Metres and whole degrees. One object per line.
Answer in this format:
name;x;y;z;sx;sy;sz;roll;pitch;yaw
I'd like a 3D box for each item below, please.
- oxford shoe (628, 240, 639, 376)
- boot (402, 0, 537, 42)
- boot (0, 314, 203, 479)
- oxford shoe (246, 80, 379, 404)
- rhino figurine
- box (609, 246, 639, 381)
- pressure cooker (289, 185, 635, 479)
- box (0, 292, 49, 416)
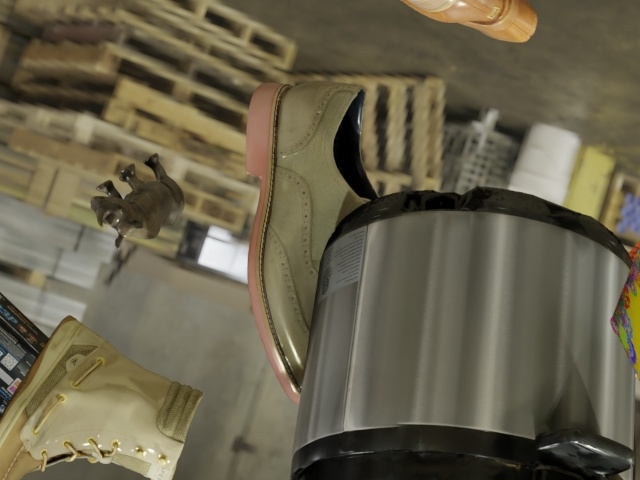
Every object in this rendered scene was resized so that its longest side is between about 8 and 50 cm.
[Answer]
oxford shoe;0.491;0.045;1.865;0.130;0.363;0.133;33;-176;40
boot;0.098;-0.317;1.464;0.220;0.109;0.283;16;-160;-44
boot;-0.265;0.238;1.545;0.203;0.262;0.095;30;149;-5
oxford shoe;0.000;0.000;1.642;0.147;0.397;0.140;-5;180;22
rhino figurine;-0.261;-0.050;1.934;0.106;0.073;0.243;55;-161;-3
box;0.425;0.112;1.074;0.279;0.290;0.177;-18;155;-7
pressure cooker;0.150;0.197;1.469;0.376;0.420;0.370;3;153;11
box;-0.430;0.150;1.675;0.220;0.175;0.051;43;-163;-4
